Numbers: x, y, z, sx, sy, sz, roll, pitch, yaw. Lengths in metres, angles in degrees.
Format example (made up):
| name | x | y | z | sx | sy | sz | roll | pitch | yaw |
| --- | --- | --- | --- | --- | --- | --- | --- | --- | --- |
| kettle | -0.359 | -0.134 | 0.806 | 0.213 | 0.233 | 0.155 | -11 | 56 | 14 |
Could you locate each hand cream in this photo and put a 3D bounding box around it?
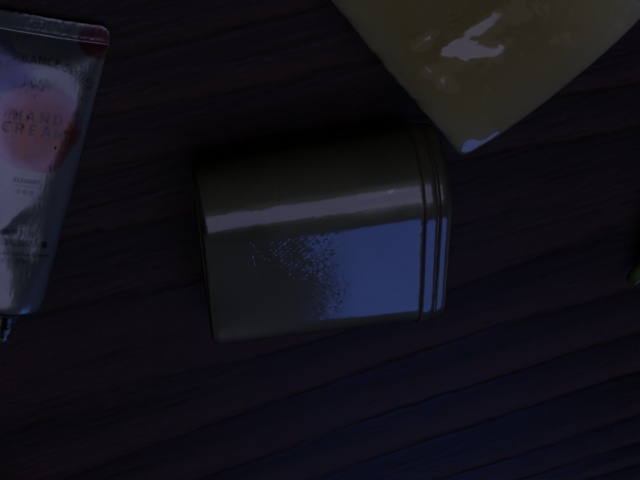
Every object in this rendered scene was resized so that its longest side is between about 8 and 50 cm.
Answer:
| name | x | y | z | sx | sy | sz | roll | pitch | yaw |
| --- | --- | --- | --- | --- | --- | --- | --- | --- | --- |
| hand cream | -0.294 | -0.055 | 1.445 | 0.124 | 0.078 | 0.340 | 7 | 111 | -17 |

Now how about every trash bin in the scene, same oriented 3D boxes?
| name | x | y | z | sx | sy | sz | roll | pitch | yaw |
| --- | --- | --- | --- | --- | --- | --- | --- | --- | --- |
| trash bin | 0.000 | 0.000 | 1.500 | 0.248 | 0.121 | 0.243 | -9 | 137 | -6 |

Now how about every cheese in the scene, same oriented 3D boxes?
| name | x | y | z | sx | sy | sz | roll | pitch | yaw |
| --- | --- | --- | --- | --- | --- | --- | --- | --- | --- |
| cheese | 0.152 | -0.253 | 1.423 | 0.242 | 0.124 | 0.265 | -37 | 120 | 11 |

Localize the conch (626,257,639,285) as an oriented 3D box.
| name | x | y | z | sx | sy | sz | roll | pitch | yaw |
| --- | --- | --- | --- | --- | --- | --- | --- | --- | --- |
| conch | 0.416 | -0.032 | 1.637 | 0.095 | 0.079 | 0.200 | -5 | 136 | -27 |
